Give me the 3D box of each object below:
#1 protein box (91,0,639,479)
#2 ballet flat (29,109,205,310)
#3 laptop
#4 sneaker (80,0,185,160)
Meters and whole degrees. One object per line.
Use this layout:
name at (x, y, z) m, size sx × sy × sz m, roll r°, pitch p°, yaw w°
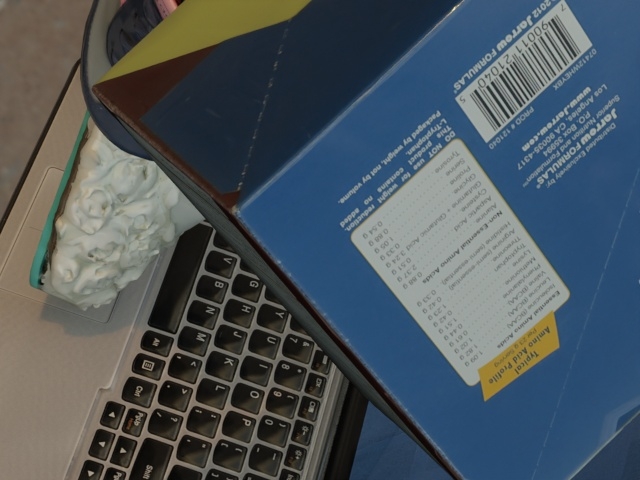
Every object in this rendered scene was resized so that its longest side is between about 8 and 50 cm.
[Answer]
protein box at (0.064, -0.038, 0.715) m, size 0.200 × 0.136 × 0.201 m, roll -43°, pitch 127°, yaw -5°
ballet flat at (-0.061, -0.126, 1.112) m, size 0.147 × 0.147 × 0.409 m, roll -6°, pitch 119°, yaw -56°
laptop at (0.000, 0.000, 1.160) m, size 0.236 × 0.408 × 0.382 m, roll 112°, pitch -4°, yaw -47°
sneaker at (-0.055, -0.118, 0.862) m, size 0.131 × 0.112 × 0.319 m, roll -55°, pitch -177°, yaw -41°
